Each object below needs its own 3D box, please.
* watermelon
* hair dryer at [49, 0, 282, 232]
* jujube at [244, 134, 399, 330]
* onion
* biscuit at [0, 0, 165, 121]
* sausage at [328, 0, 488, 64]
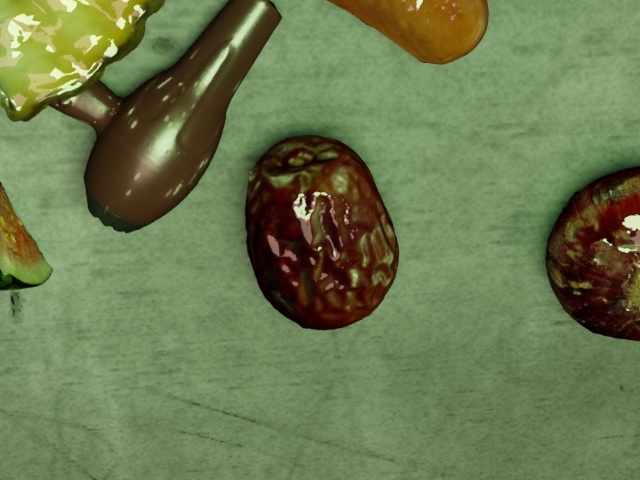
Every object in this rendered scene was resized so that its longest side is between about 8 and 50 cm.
[{"bbox_3d":[-0.410,0.018,1.031,0.137,0.193,0.145,-43,128,-34],"label":"watermelon"},{"bbox_3d":[-0.252,-0.206,0.947,0.340,0.123,0.313,31,100,-10],"label":"hair dryer"},{"bbox_3d":[0.000,0.000,1.026,0.183,0.183,0.243,-13,131,0],"label":"jujube"},{"bbox_3d":[0.410,0.016,1.081,0.246,0.190,0.246,7,119,13],"label":"onion"},{"bbox_3d":[-0.312,-0.291,0.856,0.329,0.078,0.335,9,100,-11],"label":"biscuit"},{"bbox_3d":[0.076,-0.286,0.910,0.258,0.133,0.133,30,111,-19],"label":"sausage"}]
